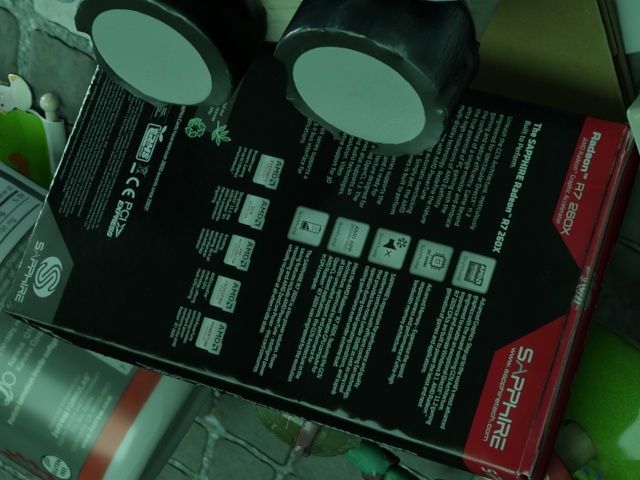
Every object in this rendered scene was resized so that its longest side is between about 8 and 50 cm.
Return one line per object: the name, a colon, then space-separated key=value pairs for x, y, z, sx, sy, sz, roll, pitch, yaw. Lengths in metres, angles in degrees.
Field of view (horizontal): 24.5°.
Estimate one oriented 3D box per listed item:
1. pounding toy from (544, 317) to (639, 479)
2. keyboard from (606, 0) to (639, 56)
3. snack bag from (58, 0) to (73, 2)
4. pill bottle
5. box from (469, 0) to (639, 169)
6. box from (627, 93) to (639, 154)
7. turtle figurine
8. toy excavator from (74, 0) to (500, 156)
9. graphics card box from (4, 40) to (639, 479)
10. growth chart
pounding toy: x=0.169 y=0.150 z=1.023 sx=0.183 sy=0.110 sz=0.237 roll=62 pitch=163 yaw=-18
keyboard: x=0.214 y=-0.154 z=0.912 sx=0.256 sy=0.014 sz=0.072 roll=-7 pitch=121 yaw=39
snack bag: x=-0.364 y=-0.314 z=1.099 sx=0.343 sy=0.037 sz=0.323 roll=20 pitch=161 yaw=35
pill bottle: x=-0.267 y=0.055 z=1.240 sx=0.363 sy=0.210 sz=0.210 roll=31 pitch=134 yaw=5
box: x=0.108 y=-0.117 z=0.991 sx=0.201 sy=0.021 sz=0.164 roll=2 pitch=130 yaw=33
box: x=0.326 y=-0.064 z=0.832 sx=0.275 sy=0.094 sz=0.113 roll=-7 pitch=116 yaw=39
turtle figurine: x=0.009 y=0.128 z=1.193 sx=0.234 sy=0.118 sz=0.175 roll=32 pitch=134 yaw=6
toy excavator: x=0.024 y=-0.263 z=0.724 sx=0.433 sy=0.222 sz=0.445 roll=12 pitch=148 yaw=28
graphics card box: x=0.000 y=0.000 z=0.971 sx=0.371 sy=0.232 sz=0.094 roll=15 pitch=169 yaw=18
growth chart: x=-0.314 y=-0.078 z=1.346 sx=0.237 sy=0.021 sz=0.172 roll=8 pitch=123 yaw=31
